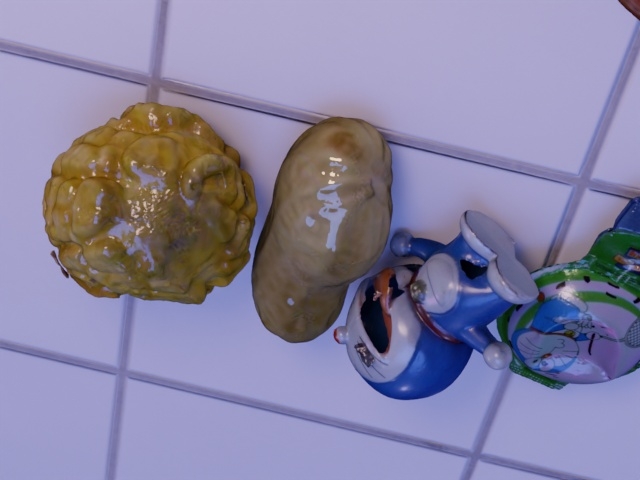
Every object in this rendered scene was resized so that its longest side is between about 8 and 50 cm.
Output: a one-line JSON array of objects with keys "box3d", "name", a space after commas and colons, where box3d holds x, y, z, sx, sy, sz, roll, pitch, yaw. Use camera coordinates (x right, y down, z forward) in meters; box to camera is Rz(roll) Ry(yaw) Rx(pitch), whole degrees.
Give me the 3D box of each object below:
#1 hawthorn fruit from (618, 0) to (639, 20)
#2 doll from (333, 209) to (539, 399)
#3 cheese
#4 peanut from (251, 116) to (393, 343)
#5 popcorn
[{"box3d": [0.300, -0.333, 1.179, 0.369, 0.285, 0.285, 29, 131, 1], "name": "hawthorn fruit"}, {"box3d": [0.133, 0.084, 1.632, 0.161, 0.215, 0.257, 7, 139, -38], "name": "doll"}, {"box3d": [0.327, 0.072, 1.643, 0.204, 0.083, 0.320, 23, 133, -8], "name": "cheese"}, {"box3d": [0.000, 0.000, 1.608, 0.147, 0.147, 0.319, 18, 129, -4], "name": "peanut"}, {"box3d": [-0.191, -0.040, 1.574, 0.250, 0.190, 0.250, -13, 118, -26], "name": "popcorn"}]
